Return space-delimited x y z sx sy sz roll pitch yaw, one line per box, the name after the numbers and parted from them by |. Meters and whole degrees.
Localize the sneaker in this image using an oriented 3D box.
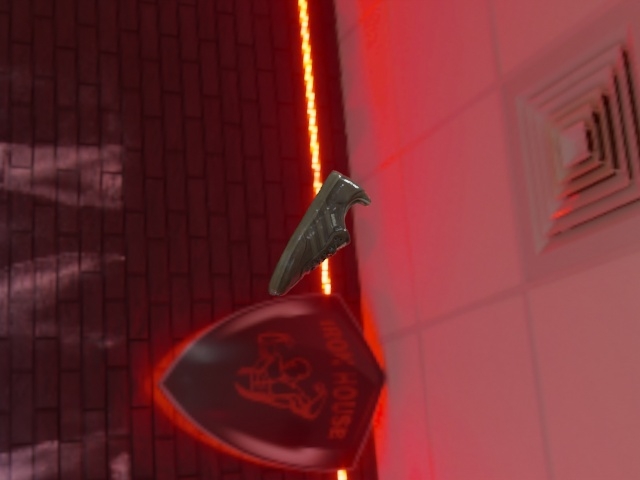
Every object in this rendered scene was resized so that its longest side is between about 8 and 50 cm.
0.000 0.000 1.259 0.188 0.071 0.066 -61 180 -9 | sneaker
